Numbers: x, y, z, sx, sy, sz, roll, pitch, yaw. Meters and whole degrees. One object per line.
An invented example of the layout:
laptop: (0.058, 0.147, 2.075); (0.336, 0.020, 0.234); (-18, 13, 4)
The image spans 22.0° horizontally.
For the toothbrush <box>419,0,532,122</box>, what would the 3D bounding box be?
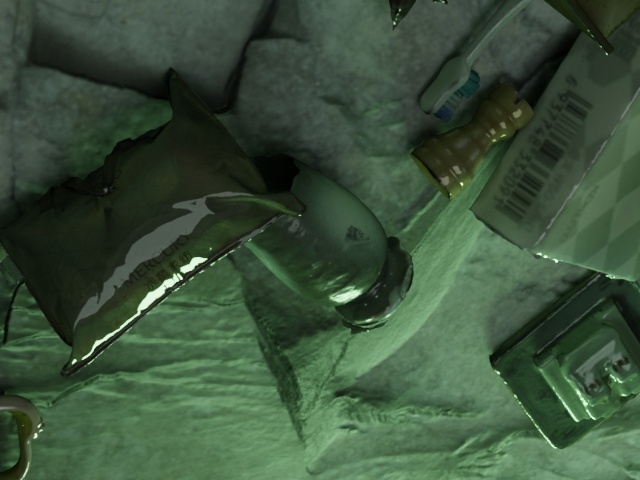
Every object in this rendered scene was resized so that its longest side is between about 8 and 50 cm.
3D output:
toothbrush: (0.238, -0.279, 1.582); (0.040, 0.042, 0.418); (24, 112, -46)

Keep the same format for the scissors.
scissors: (-0.355, 0.148, 1.591); (0.160, 0.024, 0.317); (-15, 127, -15)

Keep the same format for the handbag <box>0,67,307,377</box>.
handbag: (-0.172, -0.020, 1.497); (0.270, 0.182, 0.117); (-37, 171, 2)

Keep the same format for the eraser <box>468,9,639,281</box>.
eraser: (0.343, -0.152, 1.691); (0.213, 0.082, 0.397); (14, 115, -39)

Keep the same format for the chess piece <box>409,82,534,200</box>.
chess piece: (0.156, -0.102, 1.650); (0.122, 0.066, 0.066); (-40, 130, -1)

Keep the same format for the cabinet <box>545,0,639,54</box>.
cabinet: (0.236, -0.304, 1.455); (0.175, 0.215, 0.148); (-43, 129, 5)

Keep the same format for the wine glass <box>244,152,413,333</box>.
wine glass: (0.000, 0.000, 1.610); (0.111, 0.111, 0.204); (-45, 130, 7)

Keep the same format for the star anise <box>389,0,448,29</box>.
star anise: (0.082, -0.246, 1.506); (0.124, 0.056, 0.129); (18, 134, 0)

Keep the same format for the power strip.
power strip: (0.319, 0.147, 1.898); (0.198, 0.064, 0.213); (-41, 129, 1)
